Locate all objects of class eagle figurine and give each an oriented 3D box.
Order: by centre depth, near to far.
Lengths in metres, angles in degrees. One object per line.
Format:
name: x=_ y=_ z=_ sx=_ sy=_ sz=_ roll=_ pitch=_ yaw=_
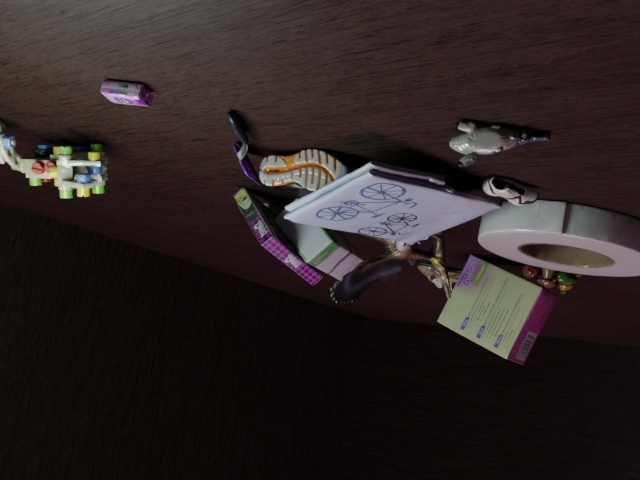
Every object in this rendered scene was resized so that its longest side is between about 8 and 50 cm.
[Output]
eagle figurine: x=0.154 y=0.016 z=2.080 sx=0.298 sy=0.226 sz=0.225 roll=-3 pitch=135 yaw=-9

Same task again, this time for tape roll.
tape roll: x=0.538 y=0.001 z=1.913 sx=0.392 sy=0.072 sz=0.392 roll=12 pitch=171 yaw=2

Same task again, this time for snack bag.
snack bag: x=0.148 y=-0.068 z=1.766 sx=0.342 sy=0.037 sz=0.323 roll=11 pitch=160 yaw=-29

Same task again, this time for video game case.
video game case: x=-0.108 y=-0.010 z=2.239 sx=0.232 sy=0.042 sz=0.210 roll=41 pitch=-168 yaw=-45

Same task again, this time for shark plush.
shark plush: x=0.283 y=-0.170 z=1.413 sx=0.161 sy=0.073 sz=0.067 roll=-15 pitch=179 yaw=24

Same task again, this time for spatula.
spatula: x=-0.156 y=-0.189 z=1.748 sx=0.030 sy=0.084 sz=0.296 roll=-24 pitch=164 yaw=-6

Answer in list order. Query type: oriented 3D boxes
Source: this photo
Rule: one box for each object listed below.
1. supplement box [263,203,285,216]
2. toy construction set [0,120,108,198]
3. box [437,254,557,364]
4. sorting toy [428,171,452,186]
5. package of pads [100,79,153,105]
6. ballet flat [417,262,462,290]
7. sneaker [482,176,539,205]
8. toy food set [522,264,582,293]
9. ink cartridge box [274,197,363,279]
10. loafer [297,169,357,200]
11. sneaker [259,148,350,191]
supplement box: x=-0.138 y=-0.062 z=2.400 sx=0.083 sy=0.056 sz=0.083 roll=21 pitch=167 yaw=-41
toy construction set: x=-0.640 y=-0.181 z=2.072 sx=0.328 sy=0.151 sz=0.215 roll=18 pitch=-164 yaw=10
box: x=0.485 y=0.189 z=2.426 sx=0.243 sy=0.213 sz=0.117 roll=27 pitch=-178 yaw=39
sorting toy: x=0.229 y=-0.105 z=1.770 sx=0.061 sy=0.042 sz=0.102 roll=15 pitch=169 yaw=-16
package of pads: x=-0.350 y=-0.266 z=1.595 sx=0.083 sy=0.032 sz=0.050 roll=9 pitch=172 yaw=18
ballet flat: x=0.400 y=0.121 z=2.748 sx=0.206 sy=0.067 sz=0.073 roll=10 pitch=170 yaw=12
sneaker: x=0.365 y=-0.094 z=1.677 sx=0.109 sy=0.040 sz=0.044 roll=12 pitch=168 yaw=-4
toy food set: x=0.608 y=0.097 z=2.359 sx=0.218 sy=0.071 sz=0.128 roll=21 pitch=167 yaw=-40
ink cartridge box: x=0.000 y=0.000 z=2.275 sx=0.160 sy=0.092 sz=0.219 roll=53 pitch=-171 yaw=27
loafer: x=0.061 y=-0.092 z=1.889 sx=0.109 sy=0.095 sz=0.302 roll=20 pitch=167 yaw=-39
sneaker: x=-0.023 y=-0.142 z=1.795 sx=0.215 sy=0.084 sz=0.083 roll=9 pitch=-177 yaw=38
